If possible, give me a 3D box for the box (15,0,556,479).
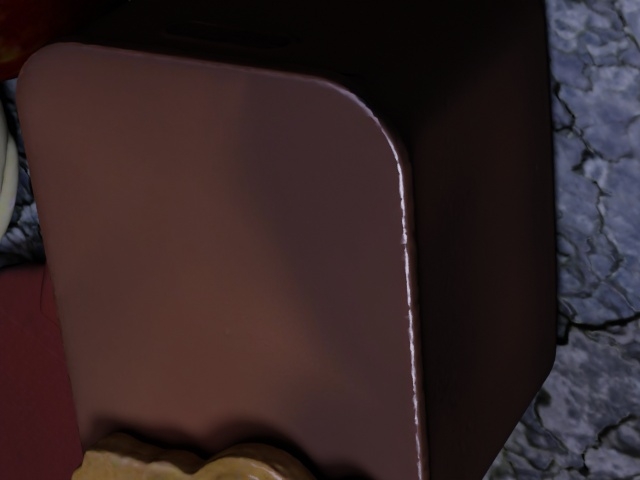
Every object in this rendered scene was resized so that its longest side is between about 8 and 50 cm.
[{"bbox_3d":[0.000,0.000,1.163,0.239,0.229,0.339,11,124,27],"label":"box"}]

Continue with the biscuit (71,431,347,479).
[{"bbox_3d":[-0.040,0.182,1.132,0.236,0.040,0.144,1,124,35],"label":"biscuit"}]

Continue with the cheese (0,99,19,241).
[{"bbox_3d":[-0.344,-0.072,1.408,0.266,0.127,0.233,42,135,6],"label":"cheese"}]

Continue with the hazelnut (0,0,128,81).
[{"bbox_3d":[-0.217,-0.222,1.202,0.234,0.218,0.218,39,135,-20],"label":"hazelnut"}]

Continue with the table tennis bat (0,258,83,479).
[{"bbox_3d":[-0.194,0.114,1.445,0.268,0.051,0.414,34,126,34],"label":"table tennis bat"}]
